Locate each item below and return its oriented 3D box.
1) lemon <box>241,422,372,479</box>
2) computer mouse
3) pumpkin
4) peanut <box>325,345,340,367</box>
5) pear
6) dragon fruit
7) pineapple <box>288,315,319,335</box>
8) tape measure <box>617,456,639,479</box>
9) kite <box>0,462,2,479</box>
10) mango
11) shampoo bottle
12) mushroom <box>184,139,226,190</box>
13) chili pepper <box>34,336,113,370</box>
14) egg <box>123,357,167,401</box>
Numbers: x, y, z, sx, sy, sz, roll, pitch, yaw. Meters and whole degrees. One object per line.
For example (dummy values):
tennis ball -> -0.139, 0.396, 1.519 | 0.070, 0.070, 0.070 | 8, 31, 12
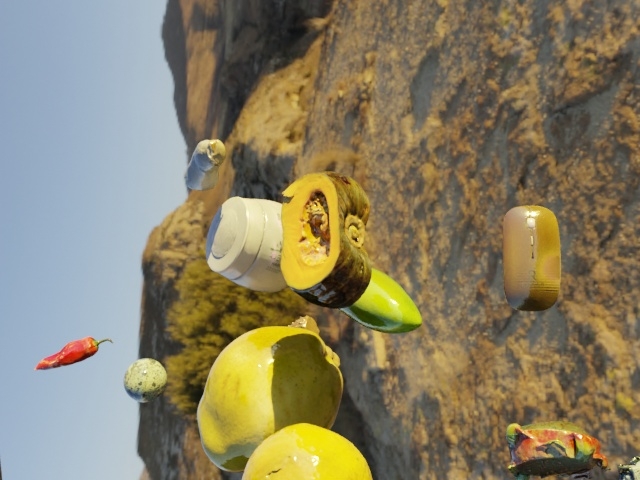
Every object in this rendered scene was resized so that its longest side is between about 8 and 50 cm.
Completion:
lemon -> -0.023, 0.433, 1.066 | 0.253, 0.228, 0.228 | 95, 179, -72
computer mouse -> 0.482, 0.040, 1.427 | 0.056, 0.125, 0.245 | 35, -123, -78
pumpkin -> 0.000, 0.000, 1.433 | 0.221, 0.139, 0.317 | -19, 66, 37
peanut -> 0.019, 0.415, 2.153 | 0.193, 0.089, 0.089 | 55, -146, -61
pear -> -0.139, 0.425, 1.687 | 0.418, 0.362, 0.362 | -40, 13, 2
dragon fruit -> 0.652, 0.595, 1.753 | 0.295, 0.268, 0.130 | -39, 38, 43
pineapple -> -0.129, 0.378, 2.364 | 0.251, 0.125, 0.125 | -30, 38, 24
tape measure -> 0.714, 0.545, 1.405 | 0.054, 0.091, 0.094 | -11, 89, 57
kite -> -0.577, 0.359, 1.105 | 0.327, 0.013, 0.377 | 65, 146, 34
mango -> 0.151, 0.166, 1.697 | 0.343, 0.192, 0.156 | 30, 98, 55
shampoo bottle -> -0.183, 0.012, 1.858 | 0.273, 0.266, 0.273 | -23, 59, 44
mushroom -> -0.349, -0.229, 1.882 | 0.351, 0.097, 0.109 | 145, 114, -68
chili pepper -> -0.600, 0.272, 1.507 | 0.059, 0.191, 0.050 | -134, 25, -62
egg -> -0.552, 0.437, 1.958 | 0.172, 0.132, 0.132 | -169, 85, -74
